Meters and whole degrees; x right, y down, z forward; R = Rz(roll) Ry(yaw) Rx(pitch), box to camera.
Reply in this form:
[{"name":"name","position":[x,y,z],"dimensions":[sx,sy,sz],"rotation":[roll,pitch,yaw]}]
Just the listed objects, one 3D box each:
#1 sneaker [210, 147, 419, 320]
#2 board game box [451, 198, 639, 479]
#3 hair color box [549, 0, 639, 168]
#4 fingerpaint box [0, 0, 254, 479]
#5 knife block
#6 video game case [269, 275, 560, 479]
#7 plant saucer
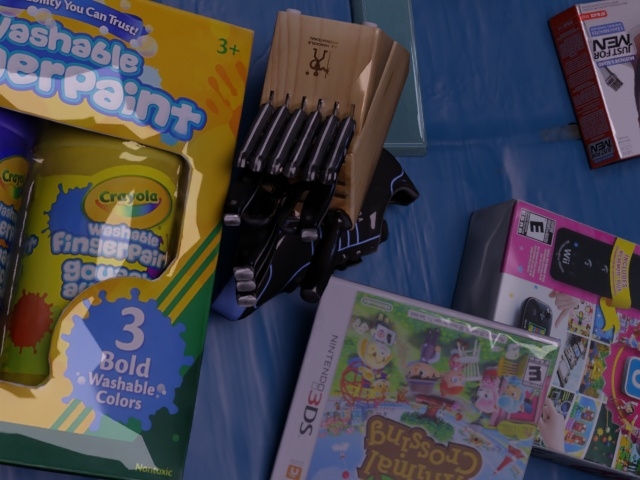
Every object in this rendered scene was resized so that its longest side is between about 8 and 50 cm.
[{"name":"sneaker","position":[0.000,0.000,1.087],"dimensions":[0.090,0.081,0.232],"rotation":[43,66,-3]},{"name":"board game box","position":[0.276,0.114,1.181],"dimensions":[0.303,0.097,0.224],"rotation":[19,74,-20]},{"name":"hair color box","position":[0.312,-0.168,1.271],"dimensions":[0.093,0.053,0.167],"rotation":[-14,88,-26]},{"name":"fingerpaint box","position":[-0.302,-0.029,0.913],"dimensions":[0.444,0.163,0.371],"rotation":[14,75,-21]},{"name":"knife block","position":[-0.003,-0.065,1.032],"dimensions":[0.088,0.275,0.242],"rotation":[12,95,10]},{"name":"video game case","position":[0.081,0.151,1.053],"dimensions":[0.212,0.023,0.193],"rotation":[16,93,3]},{"name":"plant saucer","position":[0.068,-0.177,1.185],"dimensions":[0.067,0.018,0.192],"rotation":[-2,82,-24]}]
